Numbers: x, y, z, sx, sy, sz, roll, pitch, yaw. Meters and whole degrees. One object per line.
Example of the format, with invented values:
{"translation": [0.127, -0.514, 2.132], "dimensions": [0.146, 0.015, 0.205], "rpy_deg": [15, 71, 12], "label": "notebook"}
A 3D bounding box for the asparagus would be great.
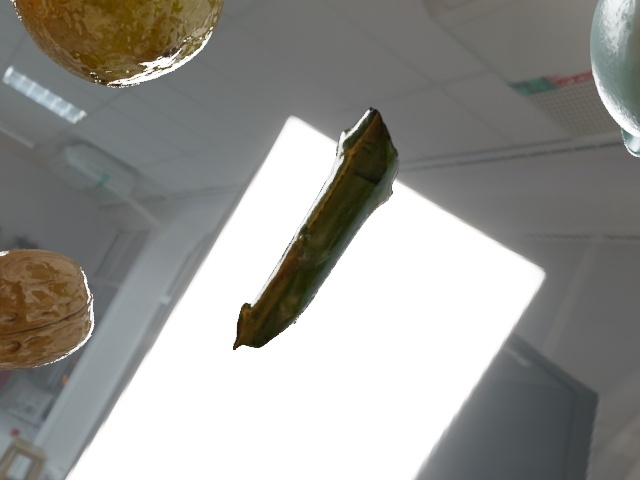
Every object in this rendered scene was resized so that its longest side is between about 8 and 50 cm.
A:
{"translation": [-0.001, -0.001, 1.080], "dimensions": [0.082, 0.343, 0.085], "rpy_deg": [36, 13, 31], "label": "asparagus"}

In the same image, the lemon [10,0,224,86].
{"translation": [-0.257, -0.334, 1.112], "dimensions": [0.293, 0.293, 0.293], "rpy_deg": [26, -11, 5], "label": "lemon"}

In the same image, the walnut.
{"translation": [-0.412, 0.094, 1.210], "dimensions": [0.197, 0.165, 0.165], "rpy_deg": [-5, 2, -23], "label": "walnut"}

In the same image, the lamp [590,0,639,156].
{"translation": [0.354, -0.221, 0.875], "dimensions": [0.147, 0.284, 0.209], "rpy_deg": [11, 10, -12], "label": "lamp"}
